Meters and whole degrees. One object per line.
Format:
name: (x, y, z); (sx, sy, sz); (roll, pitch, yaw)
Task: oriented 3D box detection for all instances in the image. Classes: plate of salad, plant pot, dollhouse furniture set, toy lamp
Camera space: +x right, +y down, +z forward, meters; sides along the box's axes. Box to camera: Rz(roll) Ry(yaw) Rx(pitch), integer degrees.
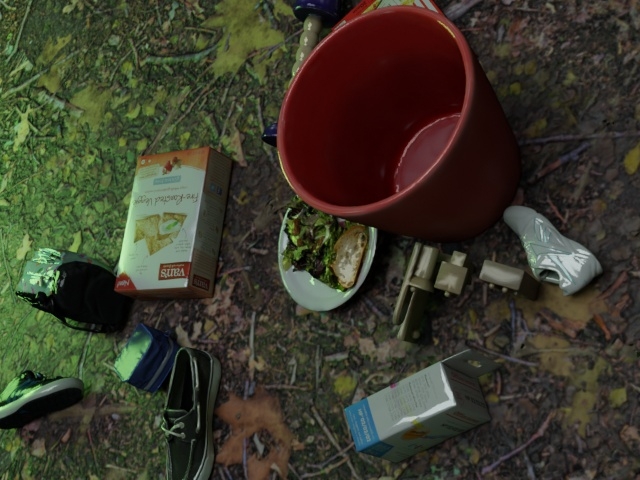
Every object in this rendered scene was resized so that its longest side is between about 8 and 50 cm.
plate of salad: (0.000, 0.000, 1.463); (0.199, 0.048, 0.200); (-12, 73, 45)
plant pot: (0.122, -0.123, 1.322); (0.274, 0.243, 0.275); (-14, 65, 31)
dollhouse furniture set: (0.176, 0.085, 1.287); (0.151, 0.144, 0.123); (17, 87, 23)
toy lamp: (-0.023, -0.276, 1.589); (0.080, 0.080, 0.275); (7, 79, 36)

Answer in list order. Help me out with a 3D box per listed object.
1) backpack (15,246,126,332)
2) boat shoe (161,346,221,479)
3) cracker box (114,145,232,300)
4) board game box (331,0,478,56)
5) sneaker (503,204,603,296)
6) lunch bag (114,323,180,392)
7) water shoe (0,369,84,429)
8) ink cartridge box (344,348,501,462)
backpack: (-0.412, 0.075, 1.693); (0.182, 0.152, 0.115); (8, 69, 47)
boat shoe: (-0.200, 0.265, 1.505); (0.077, 0.070, 0.219); (-8, 68, 32)
cracker box: (-0.233, -0.025, 1.641); (0.155, 0.067, 0.232); (-5, 70, 34)
board game box: (0.120, -0.290, 1.513); (0.146, 0.045, 0.193); (-41, 55, 15)
sneaker: (0.274, 0.010, 1.281); (0.061, 0.054, 0.152); (-45, 52, -3)
lunch bag: (-0.260, 0.178, 1.585); (0.098, 0.065, 0.067); (-56, 36, 5)
water shoe: (-0.475, 0.245, 1.701); (0.203, 0.073, 0.080); (-24, 58, 25)
ink cartridge box: (0.136, 0.206, 1.275); (0.181, 0.104, 0.062); (-30, 58, 22)
